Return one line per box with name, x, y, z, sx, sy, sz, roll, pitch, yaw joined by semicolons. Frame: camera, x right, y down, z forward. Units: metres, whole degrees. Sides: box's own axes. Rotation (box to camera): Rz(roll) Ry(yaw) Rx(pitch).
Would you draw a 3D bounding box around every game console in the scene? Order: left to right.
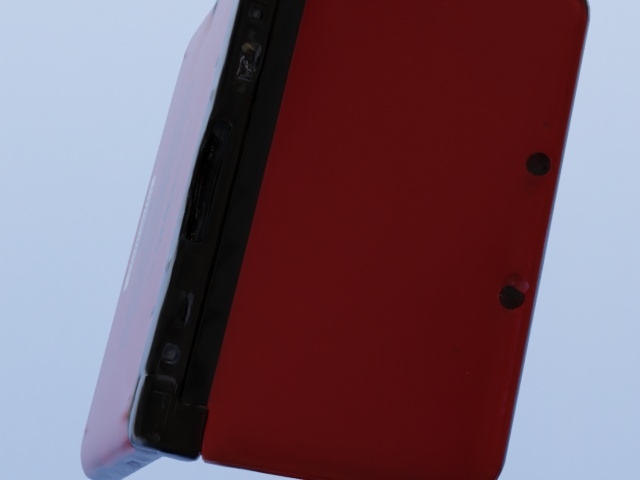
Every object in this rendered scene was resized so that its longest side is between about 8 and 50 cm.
game console;0.000;0.000;0.518;0.085;0.124;0.144;18;-108;-13
